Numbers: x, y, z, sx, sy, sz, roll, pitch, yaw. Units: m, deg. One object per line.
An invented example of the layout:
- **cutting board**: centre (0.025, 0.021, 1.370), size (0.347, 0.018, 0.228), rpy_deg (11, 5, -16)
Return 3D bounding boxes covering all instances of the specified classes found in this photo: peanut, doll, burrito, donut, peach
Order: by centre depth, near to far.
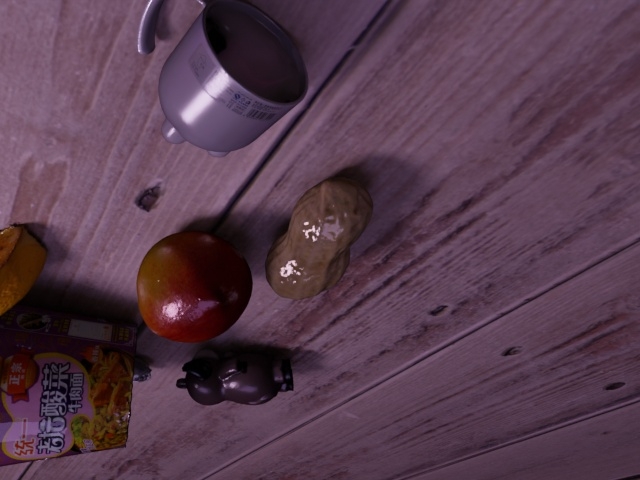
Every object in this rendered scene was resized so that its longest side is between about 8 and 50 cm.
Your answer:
- **peanut**: centre (0.000, 0.000, 0.879), size (0.124, 0.123, 0.256), rpy_deg (18, 137, -18)
- **peach**: centre (-0.196, 0.075, 0.931), size (0.198, 0.197, 0.197), rpy_deg (2, 143, 2)
- **donut**: centre (-0.599, 0.077, 0.990), size (0.259, 0.152, 0.101), rpy_deg (-10, 144, 18)
- **doll**: centre (-0.191, 0.305, 1.290), size (0.258, 0.117, 0.182), rpy_deg (0, 141, 4)
- **burrito**: centre (-0.485, 0.281, 1.328), size (0.203, 0.064, 0.064), rpy_deg (23, 139, -23)

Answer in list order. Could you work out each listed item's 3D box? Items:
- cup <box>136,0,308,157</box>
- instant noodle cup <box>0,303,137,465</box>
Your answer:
- **cup**: centre (-0.124, -0.177, 0.636), size (0.174, 0.134, 0.142), rpy_deg (28, 138, -31)
- **instant noodle cup**: centre (-0.506, 0.281, 1.136), size (0.266, 0.339, 0.339), rpy_deg (5, 144, -17)
